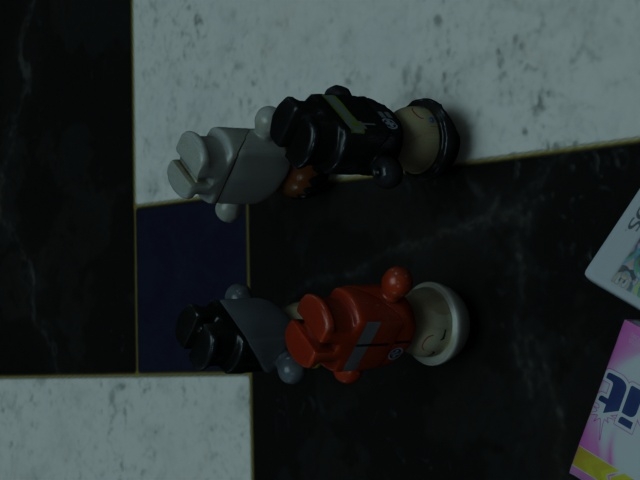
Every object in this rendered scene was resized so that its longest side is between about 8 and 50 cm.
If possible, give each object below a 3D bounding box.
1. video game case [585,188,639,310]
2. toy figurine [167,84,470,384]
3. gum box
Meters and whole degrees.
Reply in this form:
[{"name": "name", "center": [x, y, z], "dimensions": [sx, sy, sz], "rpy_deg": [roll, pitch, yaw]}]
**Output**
[{"name": "video game case", "center": [0.255, -0.004, 0.962], "dimensions": [0.157, 0.019, 0.143], "rpy_deg": [34, 91, 43]}, {"name": "toy figurine", "center": [0.000, 0.000, 1.174], "dimensions": [0.209, 0.148, 0.213], "rpy_deg": [-12, 81, 50]}, {"name": "gum box", "center": [0.252, 0.133, 0.960], "dimensions": [0.188, 0.062, 0.107], "rpy_deg": [30, 108, 42]}]
